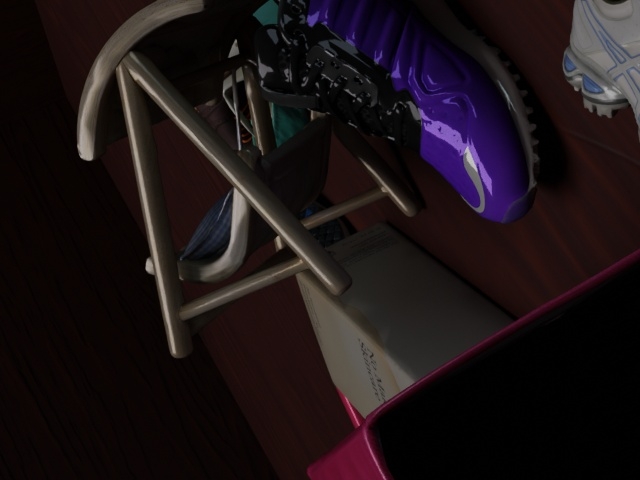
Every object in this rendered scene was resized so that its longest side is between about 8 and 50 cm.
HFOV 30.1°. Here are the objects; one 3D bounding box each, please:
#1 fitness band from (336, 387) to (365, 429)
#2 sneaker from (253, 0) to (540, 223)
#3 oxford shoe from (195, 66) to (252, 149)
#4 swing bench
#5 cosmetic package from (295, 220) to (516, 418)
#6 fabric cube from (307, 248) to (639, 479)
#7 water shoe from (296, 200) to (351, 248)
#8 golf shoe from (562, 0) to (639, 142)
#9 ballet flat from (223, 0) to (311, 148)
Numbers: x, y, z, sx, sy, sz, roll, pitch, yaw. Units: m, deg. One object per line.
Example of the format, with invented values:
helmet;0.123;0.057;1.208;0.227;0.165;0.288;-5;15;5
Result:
fitness band;0.085;0.233;1.501;0.291;0.054;0.209;65;169;-1
sneaker;0.032;-0.117;0.837;0.293;0.146;0.102;59;165;21
oxford shoe;-0.102;-0.168;1.419;0.098;0.097;0.271;44;171;-3
swing bench;-0.062;-0.080;0.987;0.255;0.165;0.253;64;-156;-6
cosmetic package;0.099;0.118;1.097;0.309;0.113;0.160;42;154;60
fabric cube;0.168;0.156;0.605;0.259;0.254;0.258;61;168;10
water shoe;0.000;0.000;1.385;0.080;0.073;0.203;47;-174;-43
golf shoe;0.171;-0.086;0.553;0.176;0.069;0.086;46;152;50
ballet flat;-0.064;-0.182;1.207;0.083;0.087;0.247;49;160;49
